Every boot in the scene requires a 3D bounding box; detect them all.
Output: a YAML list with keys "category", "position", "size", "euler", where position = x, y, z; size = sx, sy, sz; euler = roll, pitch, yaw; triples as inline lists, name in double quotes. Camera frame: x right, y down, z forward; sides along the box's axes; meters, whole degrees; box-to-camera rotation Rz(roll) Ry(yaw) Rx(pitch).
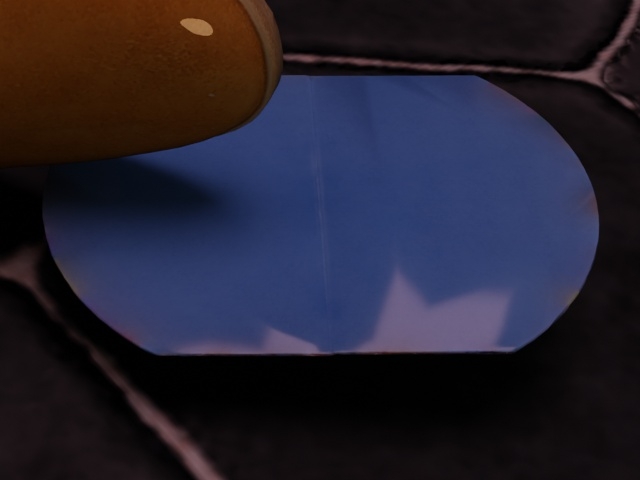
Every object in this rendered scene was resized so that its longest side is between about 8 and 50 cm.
- category: "boot"
  position: [-0.174, -0.011, 0.473]
  size: [0.295, 0.104, 0.211]
  euler: [8, 43, 11]

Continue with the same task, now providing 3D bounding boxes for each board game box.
- category: "board game box"
  position: [0.000, 0.000, 0.556]
  size: [0.169, 0.033, 0.133]
  euler: [-1, 41, -4]
